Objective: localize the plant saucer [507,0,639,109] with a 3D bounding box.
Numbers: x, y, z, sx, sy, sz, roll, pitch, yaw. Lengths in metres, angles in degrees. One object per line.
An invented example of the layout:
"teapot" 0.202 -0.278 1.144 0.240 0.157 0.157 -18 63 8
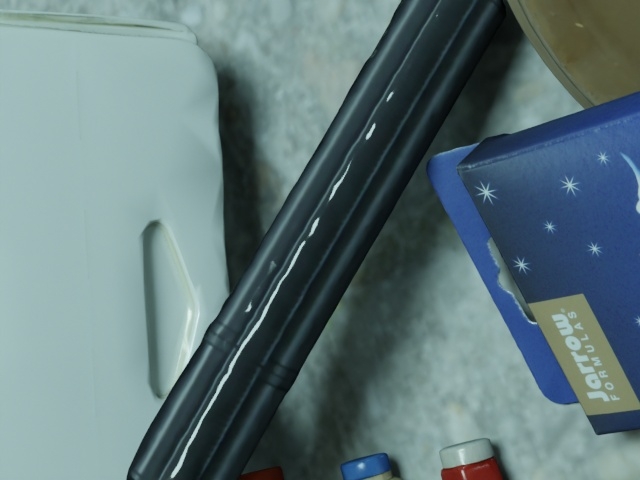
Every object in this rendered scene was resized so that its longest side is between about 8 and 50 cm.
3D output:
"plant saucer" 0.173 -0.127 0.502 0.278 0.041 0.277 18 126 27

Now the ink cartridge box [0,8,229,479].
"ink cartridge box" -0.234 0.039 0.765 0.385 0.160 0.279 -4 90 44

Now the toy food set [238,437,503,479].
"toy food set" 0.043 0.142 0.625 0.232 0.111 0.104 153 104 -66

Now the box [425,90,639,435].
"box" 0.147 0.005 0.553 0.225 0.036 0.136 -16 109 44

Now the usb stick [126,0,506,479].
"usb stick" 0.000 0.000 0.624 0.045 0.077 0.278 30 87 6
